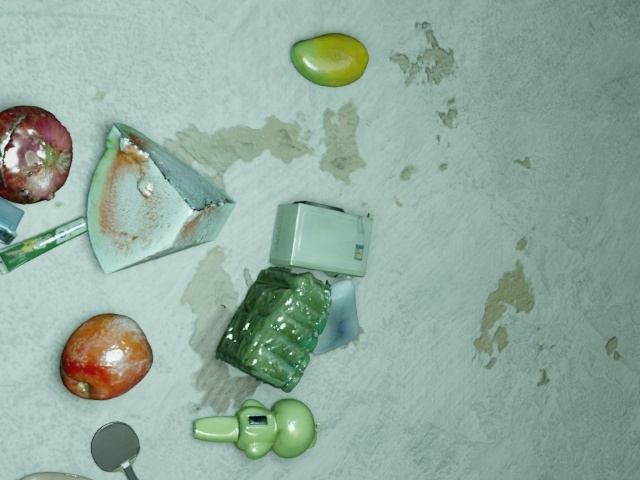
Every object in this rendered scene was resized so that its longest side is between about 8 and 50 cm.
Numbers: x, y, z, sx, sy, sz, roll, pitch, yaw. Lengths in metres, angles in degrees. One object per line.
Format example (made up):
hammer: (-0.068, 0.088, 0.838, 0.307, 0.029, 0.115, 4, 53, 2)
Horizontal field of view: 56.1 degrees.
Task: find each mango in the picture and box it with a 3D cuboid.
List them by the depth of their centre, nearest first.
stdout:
mango: (0.022, -0.432, 1.433, 0.194, 0.092, 0.130, 5, 91, -25)

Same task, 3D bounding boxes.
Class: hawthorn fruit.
hawthorn fruit: (-0.419, 0.228, 1.171, 0.172, 0.173, 0.173, -1, 93, -29)

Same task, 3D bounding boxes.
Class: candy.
candy: (0.026, 0.186, 1.452, 0.138, 0.071, 0.174, -21, 123, -19)

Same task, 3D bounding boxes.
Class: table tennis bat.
table tennis bat: (-0.420, 0.455, 1.264, 0.095, 0.014, 0.158, -28, 104, -27)

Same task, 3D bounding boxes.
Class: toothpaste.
toothpaste: (-0.530, -0.001, 1.175, 0.204, 0.031, 0.049, -30, 105, -23)

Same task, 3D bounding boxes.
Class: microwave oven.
microwave oven: (0.000, 0.000, 1.417, 0.205, 0.129, 0.163, 11, 84, -29)

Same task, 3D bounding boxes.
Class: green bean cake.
green bean cake: (-0.100, 0.179, 1.303, 0.132, 0.241, 0.255, 33, 77, -21)

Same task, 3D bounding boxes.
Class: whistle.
whistle: (-0.140, 0.437, 1.377, 0.294, 0.141, 0.141, -3, 93, -10)

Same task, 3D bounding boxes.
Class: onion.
onion: (-0.551, -0.162, 1.106, 0.184, 0.147, 0.184, -40, 142, -42)

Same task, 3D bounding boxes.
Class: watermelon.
watermelon: (-0.332, -0.056, 1.179, 0.290, 0.213, 0.320, -52, 126, -16)

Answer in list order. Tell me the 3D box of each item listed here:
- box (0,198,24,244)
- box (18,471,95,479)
box: (-0.589, -0.037, 1.105, 0.074, 0.099, 0.054, 34, 61, -25)
box: (-0.513, 0.530, 1.171, 0.200, 0.088, 0.146, 23, 79, -27)
